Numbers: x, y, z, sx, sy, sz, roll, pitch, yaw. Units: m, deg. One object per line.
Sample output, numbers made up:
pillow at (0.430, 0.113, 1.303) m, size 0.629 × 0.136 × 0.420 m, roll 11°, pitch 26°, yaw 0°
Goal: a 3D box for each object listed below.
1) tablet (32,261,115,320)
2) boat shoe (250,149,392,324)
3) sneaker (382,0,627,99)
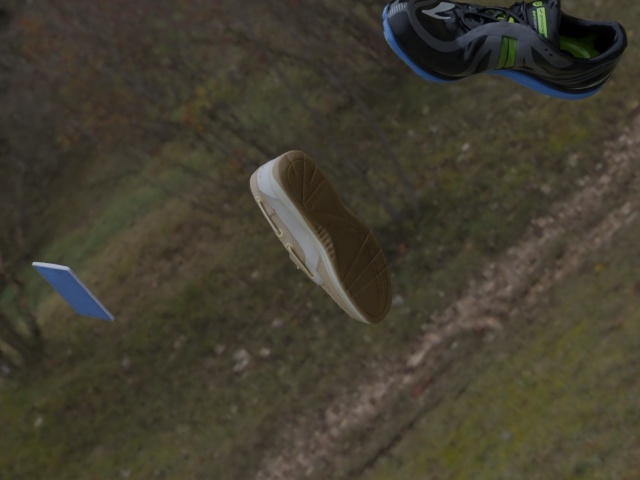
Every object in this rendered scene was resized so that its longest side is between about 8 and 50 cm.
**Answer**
tablet at (-0.238, 0.049, 1.203) m, size 0.054 × 0.083 × 0.006 m, roll 6°, pitch 54°, yaw 37°
boat shoe at (0.000, 0.000, 1.057) m, size 0.059 × 0.170 × 0.063 m, roll -13°, pitch 25°, yaw 48°
sneaker at (0.130, -0.147, 0.870) m, size 0.078 × 0.188 × 0.067 m, roll 129°, pitch 142°, yaw -55°
